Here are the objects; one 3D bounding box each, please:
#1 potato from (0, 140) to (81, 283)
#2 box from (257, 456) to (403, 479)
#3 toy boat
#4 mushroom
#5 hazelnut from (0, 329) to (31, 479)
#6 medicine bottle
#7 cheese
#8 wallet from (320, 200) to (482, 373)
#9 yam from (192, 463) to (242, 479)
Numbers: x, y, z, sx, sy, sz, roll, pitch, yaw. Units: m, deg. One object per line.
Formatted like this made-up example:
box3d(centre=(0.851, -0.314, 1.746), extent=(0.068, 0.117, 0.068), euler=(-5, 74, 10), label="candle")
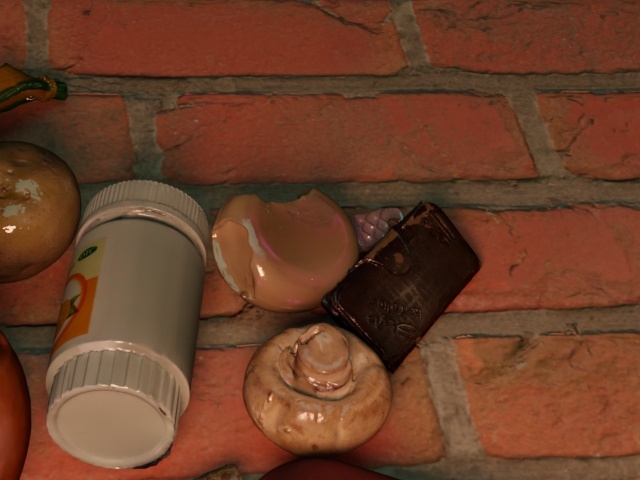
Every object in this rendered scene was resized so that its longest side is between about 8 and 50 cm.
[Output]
box3d(centre=(-0.377, -0.037, 1.842), extent=(0.178, 0.160, 0.235), euler=(-11, 26, -16), label="potato")
box3d(centre=(0.088, 0.357, 1.532), extent=(0.404, 0.108, 0.263), euler=(17, 43, 10), label="box")
box3d(centre=(-0.427, -0.171, 2.048), extent=(0.088, 0.089, 0.229), euler=(51, 49, -10), label="toy boat")
box3d(centre=(-0.004, 0.162, 1.713), extent=(0.166, 0.127, 0.166), euler=(-1, 46, 1), label="mushroom")
box3d(centre=(-0.456, 0.168, 1.531), extent=(0.372, 0.315, 0.372), euler=(20, 16, -6), label="hazelnut")
box3d(centre=(-0.214, 0.092, 1.734), extent=(0.158, 0.158, 0.318), euler=(5, 42, -2), label="medicine bottle")
box3d(centre=(0.000, 0.000, 1.907), extent=(0.286, 0.082, 0.163), euler=(-14, 71, -41), label="cheese")
box3d(centre=(0.105, 0.051, 1.879), extent=(0.122, 0.031, 0.232), euler=(50, 51, -6), label="wallet")
box3d(centre=(-0.202, 0.301, 1.587), extent=(0.274, 0.061, 0.061), euler=(-18, 49, -24), label="yam")
